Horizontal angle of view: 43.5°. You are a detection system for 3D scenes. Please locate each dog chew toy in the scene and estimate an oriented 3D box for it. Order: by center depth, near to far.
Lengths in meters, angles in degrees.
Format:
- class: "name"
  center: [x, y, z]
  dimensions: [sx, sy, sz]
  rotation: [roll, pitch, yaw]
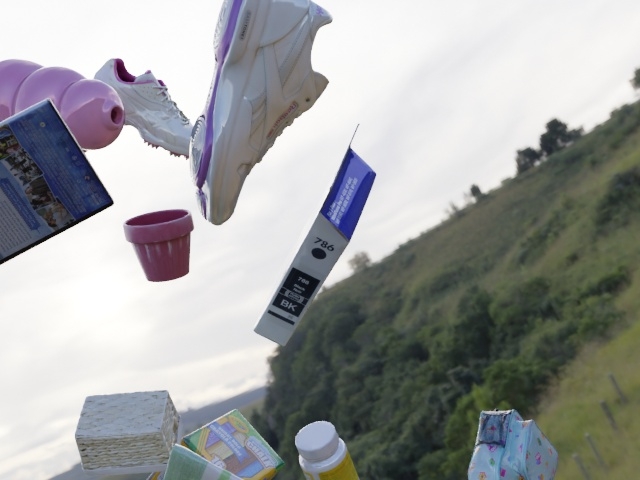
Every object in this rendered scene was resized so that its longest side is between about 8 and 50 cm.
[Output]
- class: "dog chew toy"
  center: [-0.509, -0.241, 1.517]
  dimensions: [0.332, 0.206, 0.207]
  rotation: [6, 3, 28]

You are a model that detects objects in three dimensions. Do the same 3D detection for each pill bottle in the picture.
- class: "pill bottle"
  center: [0.019, 0.543, 1.911]
  dimensions: [0.119, 0.208, 0.119]
  rotation: [-16, 25, 8]

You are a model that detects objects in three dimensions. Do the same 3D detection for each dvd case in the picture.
- class: "dvd case"
  center: [-0.447, -0.065, 1.129]
  dimensions: [0.253, 0.180, 0.022]
  rotation: [-29, 32, -5]

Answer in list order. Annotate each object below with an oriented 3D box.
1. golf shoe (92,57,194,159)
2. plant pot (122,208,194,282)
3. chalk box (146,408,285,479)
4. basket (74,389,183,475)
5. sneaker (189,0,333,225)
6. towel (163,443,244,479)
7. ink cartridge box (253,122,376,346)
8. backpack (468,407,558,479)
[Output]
- class: "golf shoe"
  center: [-0.347, -0.275, 1.694]
  dimensions: [0.140, 0.306, 0.115]
  rotation: [-62, 7, 16]
- class: "plant pot"
  center: [-0.460, 0.018, 2.331]
  dimensions: [0.201, 0.180, 0.201]
  rotation: [-7, 15, 2]
- class: "chalk box"
  center: [-0.219, 0.519, 1.807]
  dimensions: [0.180, 0.179, 0.289]
  rotation: [-51, -16, 20]
- class: "basket"
  center: [-0.337, 0.335, 1.414]
  dimensions: [0.167, 0.113, 0.103]
  rotation: [-4, -54, 2]
- class: "sneaker"
  center: [-0.070, -0.153, 0.970]
  dimensions: [0.152, 0.114, 0.305]
  rotation: [9, -68, -23]
- class: "towel"
  center: [-0.074, 0.411, 1.127]
  dimensions: [0.247, 0.325, 0.038]
  rotation: [111, -175, -48]
- class: "ink cartridge box"
  center: [0.000, 0.000, 1.185]
  dimensions: [0.332, 0.065, 0.165]
  rotation: [-62, 3, 45]
- class: "backpack"
  center: [0.380, 0.452, 1.597]
  dimensions: [0.144, 0.166, 0.188]
  rotation: [-5, 42, 45]
